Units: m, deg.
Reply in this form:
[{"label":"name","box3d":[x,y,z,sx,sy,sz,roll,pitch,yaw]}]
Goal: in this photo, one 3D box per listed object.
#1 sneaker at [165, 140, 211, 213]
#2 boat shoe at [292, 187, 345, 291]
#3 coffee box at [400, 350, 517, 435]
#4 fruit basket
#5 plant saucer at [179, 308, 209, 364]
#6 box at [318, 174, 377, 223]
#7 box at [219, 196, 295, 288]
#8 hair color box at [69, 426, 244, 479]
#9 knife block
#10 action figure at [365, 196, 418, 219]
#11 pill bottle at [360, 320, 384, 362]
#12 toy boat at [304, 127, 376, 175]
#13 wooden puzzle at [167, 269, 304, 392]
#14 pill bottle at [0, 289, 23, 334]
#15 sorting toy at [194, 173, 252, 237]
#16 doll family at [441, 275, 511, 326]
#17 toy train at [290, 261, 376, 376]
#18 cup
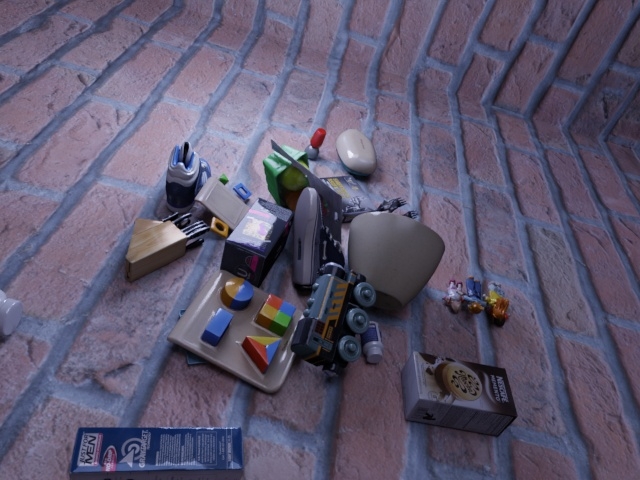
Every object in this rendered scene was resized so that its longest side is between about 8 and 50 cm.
[{"label":"sneaker","box3d":[-0.462,-0.272,1.966,0.130,0.236,0.323,17,40,-3]},{"label":"boat shoe","box3d":[0.000,0.000,1.827,0.158,0.341,0.127,4,3,-27]},{"label":"coffee box","box3d":[0.398,0.447,1.595,0.296,0.119,0.168,12,40,-9]},{"label":"fruit basket","box3d":[-0.042,-0.175,1.968,0.353,0.327,0.165,35,66,21]},{"label":"plant saucer","box3d":[-0.361,0.274,1.564,0.067,0.018,0.192,-2,45,-23]},{"label":"box","box3d":[0.098,-0.170,2.217,0.182,0.056,0.231,-8,48,-28]},{"label":"box","box3d":[-0.207,0.009,1.808,0.143,0.165,0.270,23,41,5]},{"label":"hair color box","box3d":[-0.354,0.495,1.197,0.346,0.174,0.105,6,41,-16]},{"label":"knife block","box3d":[-0.482,0.017,1.748,0.241,0.088,0.276,8,41,-13]},{"label":"action figure","box3d":[0.274,-0.084,2.121,0.164,0.141,0.275,53,41,0]},{"label":"pill bottle","box3d":[0.160,0.316,1.688,0.066,0.067,0.120,8,41,-13]},{"label":"toy boat","box3d":[0.092,-0.398,2.424,0.317,0.148,0.268,12,45,-20]},{"label":"wooden puzzle","box3d":[-0.218,0.239,1.594,0.347,0.081,0.322,25,39,2]},{"label":"pill bottle","box3d":[-0.888,0.169,1.390,0.215,0.121,0.121,17,40,-3]},{"label":"sorting toy","box3d":[-0.350,-0.121,1.953,0.196,0.047,0.348,39,30,-16]},{"label":"doll family","box3d":[0.572,0.207,1.933,0.262,0.119,0.163,17,40,-3]},{"label":"toy train","box3d":[0.039,0.225,1.611,0.190,0.142,0.334,29,60,-18]},{"label":"cup","box3d":[0.226,0.092,1.814,0.330,0.331,0.237,19,66,0]}]
